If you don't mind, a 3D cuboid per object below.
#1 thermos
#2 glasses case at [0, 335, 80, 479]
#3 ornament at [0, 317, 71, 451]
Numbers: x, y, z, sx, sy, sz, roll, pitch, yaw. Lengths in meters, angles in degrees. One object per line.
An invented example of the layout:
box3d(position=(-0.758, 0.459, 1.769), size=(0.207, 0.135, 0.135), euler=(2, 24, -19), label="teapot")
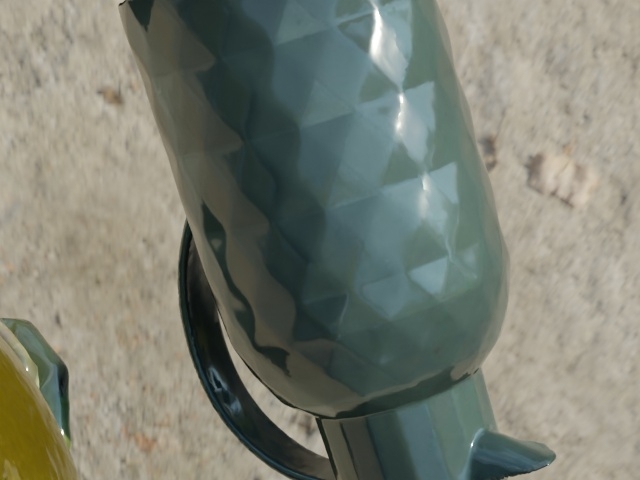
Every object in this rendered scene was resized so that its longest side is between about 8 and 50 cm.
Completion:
box3d(position=(0.000, 0.000, 0.785), size=(0.145, 0.182, 0.286), euler=(-27, 104, -53), label="thermos")
box3d(position=(-0.148, 0.073, 0.359), size=(0.141, 0.371, 0.173), euler=(-15, 78, 8), label="glasses case")
box3d(position=(-0.205, 0.138, 0.804), size=(0.180, 0.059, 0.201), euler=(-6, 82, 21), label="ornament")
